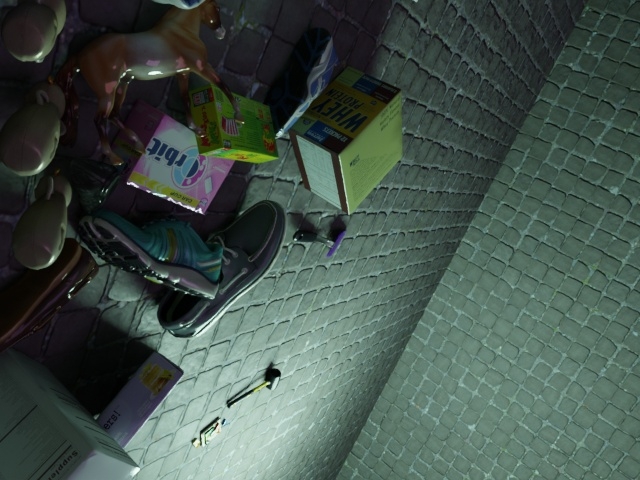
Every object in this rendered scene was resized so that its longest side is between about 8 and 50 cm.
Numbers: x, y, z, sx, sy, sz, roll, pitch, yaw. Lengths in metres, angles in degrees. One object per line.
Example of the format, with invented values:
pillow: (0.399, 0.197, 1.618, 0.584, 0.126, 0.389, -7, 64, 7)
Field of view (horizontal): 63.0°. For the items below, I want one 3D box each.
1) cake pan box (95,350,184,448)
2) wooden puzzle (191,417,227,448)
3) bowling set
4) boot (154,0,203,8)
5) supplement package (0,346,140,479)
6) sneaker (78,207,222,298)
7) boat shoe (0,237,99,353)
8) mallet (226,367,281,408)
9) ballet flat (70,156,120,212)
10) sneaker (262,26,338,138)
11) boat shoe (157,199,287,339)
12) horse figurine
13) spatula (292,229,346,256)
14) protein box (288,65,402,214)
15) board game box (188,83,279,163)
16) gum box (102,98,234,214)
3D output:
cake pan box: (-0.338, 0.306, 0.899, 0.245, 0.070, 0.267, -50, -177, -19)
wooden puzzle: (-0.295, 0.522, 1.411, 0.116, 0.014, 0.078, -39, 149, -35)
bowling set: (-0.347, -0.121, 0.504, 0.200, 0.154, 0.287, 6, 122, -21)
boot: (-0.116, -0.374, 0.610, 0.258, 0.123, 0.095, -55, 154, -7)
supplement package: (-0.390, 0.271, 0.699, 0.139, 0.244, 0.133, -48, 152, -20)
sneaker: (-0.255, 0.007, 0.822, 0.275, 0.107, 0.109, 38, 63, -56)
boat shoe: (-0.387, 0.091, 0.702, 0.207, 0.073, 0.073, -47, 150, -22)
mallet: (-0.189, 0.431, 1.483, 0.190, 0.039, 0.062, -26, 143, -40)
ballet flat: (-0.284, -0.072, 0.654, 0.057, 0.049, 0.173, -59, -161, -20)
sneaker: (-0.030, -0.267, 0.931, 0.211, 0.080, 0.081, -57, 151, 0)
boat shoe: (-0.181, 0.048, 0.974, 0.319, 0.116, 0.099, -50, 158, -4)
horse figurine: (-0.214, -0.200, 0.646, 0.263, 0.066, 0.174, -25, 108, -23)
spatula: (0.000, 0.000, 1.337, 0.084, 0.030, 0.296, -60, 155, 9)
protein box: (0.060, -0.206, 1.094, 0.200, 0.136, 0.201, -48, 153, -19)
board game box: (-0.130, -0.175, 0.815, 0.181, 0.043, 0.092, -10, 90, -68)
gum box: (-0.217, -0.117, 0.785, 0.107, 0.062, 0.188, -60, 154, 2)
